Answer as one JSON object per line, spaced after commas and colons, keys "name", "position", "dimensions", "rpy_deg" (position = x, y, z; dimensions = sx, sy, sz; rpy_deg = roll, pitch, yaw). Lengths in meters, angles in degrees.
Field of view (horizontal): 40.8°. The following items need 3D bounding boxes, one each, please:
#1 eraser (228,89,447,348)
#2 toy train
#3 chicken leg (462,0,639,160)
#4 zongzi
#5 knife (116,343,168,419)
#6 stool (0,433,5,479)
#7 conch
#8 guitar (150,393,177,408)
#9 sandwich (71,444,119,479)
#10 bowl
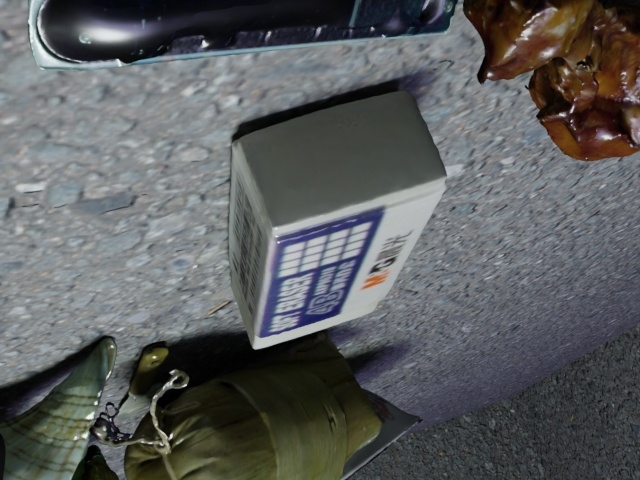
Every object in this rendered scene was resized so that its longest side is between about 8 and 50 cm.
{"name": "eraser", "position": [0.000, 0.000, 0.655], "dimensions": [0.124, 0.081, 0.279], "rpy_deg": [-18, 161, -13]}
{"name": "toy train", "position": [-0.027, -0.108, 0.381], "dimensions": [0.208, 0.047, 0.043], "rpy_deg": [-14, 137, -28]}
{"name": "chicken leg", "position": [0.159, -0.112, 0.505], "dimensions": [0.113, 0.093, 0.304], "rpy_deg": [-43, 157, 18]}
{"name": "zongzi", "position": [-0.171, 0.279, 0.983], "dimensions": [0.418, 0.181, 0.447], "rpy_deg": [-34, 165, 25]}
{"name": "knife", "position": [-0.205, 0.174, 1.000], "dimensions": [0.047, 0.017, 0.298], "rpy_deg": [-20, 162, -29]}
{"name": "stool", "position": [-0.317, 0.169, 0.537], "dimensions": [0.232, 0.232, 0.141], "rpy_deg": [-16, 168, -18]}
{"name": "conch", "position": [-0.335, 0.242, 0.823], "dimensions": [0.170, 0.203, 0.386], "rpy_deg": [15, 120, -31]}
{"name": "guitar", "position": [-0.176, 0.248, 1.201], "dimensions": [0.084, 0.038, 0.271], "rpy_deg": [-26, 161, 0]}
{"name": "sandwich", "position": [-0.411, 0.382, 1.053], "dimensions": [0.301, 0.162, 0.250], "rpy_deg": [-7, -163, 11]}
{"name": "bowl", "position": [-0.028, 0.316, 1.325], "dimensions": [0.346, 0.157, 0.345], "rpy_deg": [-34, 168, -9]}
